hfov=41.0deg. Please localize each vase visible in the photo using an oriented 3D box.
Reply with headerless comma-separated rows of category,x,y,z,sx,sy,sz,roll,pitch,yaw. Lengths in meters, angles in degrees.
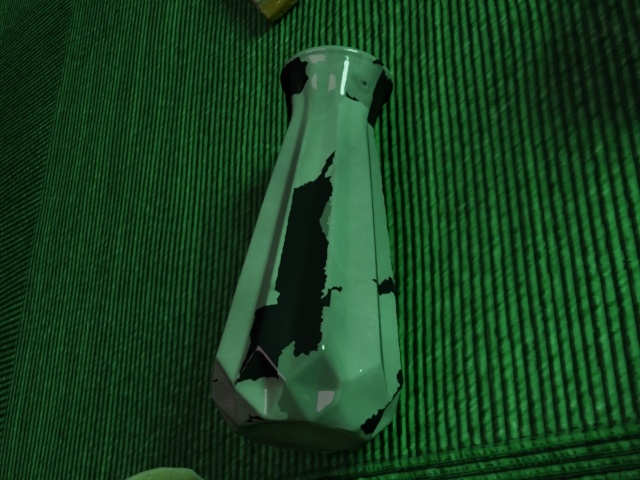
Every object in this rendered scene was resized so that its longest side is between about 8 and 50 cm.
vase,0.000,0.000,0.777,0.165,0.165,0.360,-18,56,40

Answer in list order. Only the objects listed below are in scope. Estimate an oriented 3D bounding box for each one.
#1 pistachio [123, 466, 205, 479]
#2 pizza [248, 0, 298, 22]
pistachio,-0.096,0.335,0.652,0.229,0.238,0.321,5,106,42
pizza,-0.072,-0.391,1.120,0.262,0.034,0.181,39,101,48
